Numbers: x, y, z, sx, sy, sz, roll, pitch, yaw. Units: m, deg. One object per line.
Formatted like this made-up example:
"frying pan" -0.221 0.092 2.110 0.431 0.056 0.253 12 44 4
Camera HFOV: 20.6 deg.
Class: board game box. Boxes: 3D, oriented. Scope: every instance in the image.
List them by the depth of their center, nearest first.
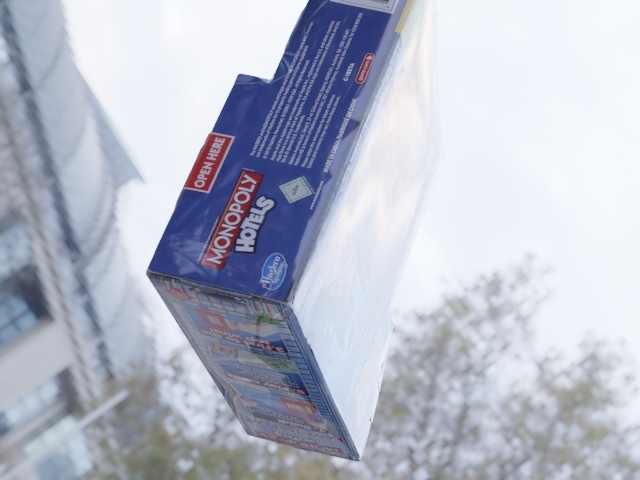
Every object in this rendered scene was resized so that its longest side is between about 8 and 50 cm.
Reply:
"board game box" 0.000 0.000 0.759 0.060 0.194 0.194 13 -35 14
